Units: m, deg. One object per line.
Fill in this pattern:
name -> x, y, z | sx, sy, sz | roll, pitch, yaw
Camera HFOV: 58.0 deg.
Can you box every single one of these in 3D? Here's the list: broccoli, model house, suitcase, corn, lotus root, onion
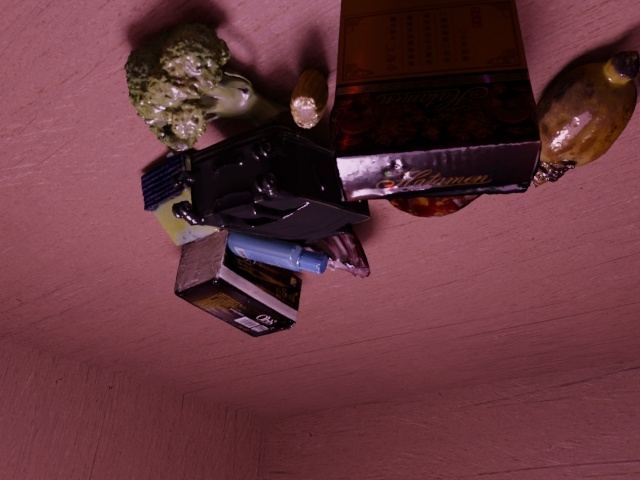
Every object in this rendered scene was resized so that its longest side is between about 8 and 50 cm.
broccoli -> -0.237, -0.254, 1.108 | 0.254, 0.186, 0.302 | -20, 139, 21
model house -> -0.330, -0.123, 1.427 | 0.194, 0.170, 0.211 | -16, 118, 40
suitcase -> -0.088, -0.111, 1.265 | 0.283, 0.194, 0.434 | -14, 166, 31
corn -> -0.020, -0.266, 1.083 | 0.063, 0.165, 0.085 | 10, 119, 3
lotus root -> 0.508, -0.243, 1.126 | 0.169, 0.141, 0.314 | 9, 140, -17
onion -> 0.000, 0.000, 1.590 | 0.314, 0.146, 0.280 | 15, 172, 7

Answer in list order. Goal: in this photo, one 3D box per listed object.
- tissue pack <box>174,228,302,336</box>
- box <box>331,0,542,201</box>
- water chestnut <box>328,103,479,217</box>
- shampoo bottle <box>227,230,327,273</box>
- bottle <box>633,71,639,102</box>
tissue pack -> -0.240, 0.147, 1.772 | 0.210, 0.198, 0.370 | -22, 139, 28
box -> 0.156, -0.255, 0.846 | 0.264, 0.415, 0.116 | -3, 150, 8
water chestnut -> 0.202, -0.226, 1.060 | 0.335, 0.347, 0.335 | 40, 175, 4
shampoo bottle -> -0.105, 0.032, 1.456 | 0.258, 0.061, 0.104 | 14, 159, 23
bottle -> 0.608, -0.284, 1.141 | 0.045, 0.045, 0.096 | 7, 151, -8
